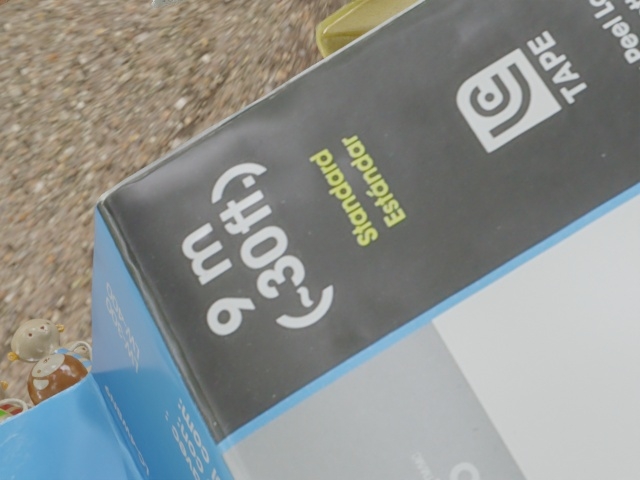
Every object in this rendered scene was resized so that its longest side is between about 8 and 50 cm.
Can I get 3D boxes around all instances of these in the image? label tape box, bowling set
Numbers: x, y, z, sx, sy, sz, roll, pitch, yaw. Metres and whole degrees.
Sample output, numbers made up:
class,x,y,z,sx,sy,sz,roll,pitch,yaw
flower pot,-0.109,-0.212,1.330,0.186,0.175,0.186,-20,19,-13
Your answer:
class,x,y,z,sx,sy,sz,roll,pitch,yaw
label tape box,0.053,0.071,0.435,0.347,0.115,0.249,-30,65,1
bowling set,-0.267,0.136,1.392,0.154,0.287,0.200,37,134,18

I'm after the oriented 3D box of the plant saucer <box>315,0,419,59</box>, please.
class,x,y,z,sx,sy,sz,roll,pitch,yaw
plant saucer,0.211,-0.167,1.564,0.332,0.081,0.333,-30,97,34

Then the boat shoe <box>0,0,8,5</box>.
class,x,y,z,sx,sy,sz,roll,pitch,yaw
boat shoe,-0.278,-0.252,0.994,0.324,0.116,0.123,41,125,29

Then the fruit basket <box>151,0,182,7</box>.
class,x,y,z,sx,sy,sz,roll,pitch,yaw
fruit basket,0.012,-0.384,1.464,0.165,0.353,0.327,54,139,21
